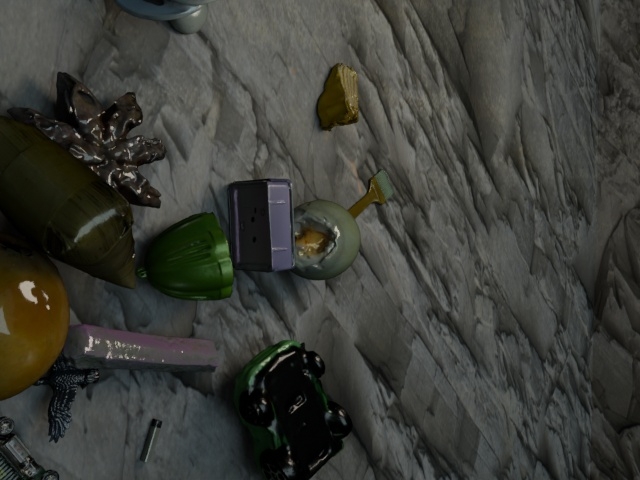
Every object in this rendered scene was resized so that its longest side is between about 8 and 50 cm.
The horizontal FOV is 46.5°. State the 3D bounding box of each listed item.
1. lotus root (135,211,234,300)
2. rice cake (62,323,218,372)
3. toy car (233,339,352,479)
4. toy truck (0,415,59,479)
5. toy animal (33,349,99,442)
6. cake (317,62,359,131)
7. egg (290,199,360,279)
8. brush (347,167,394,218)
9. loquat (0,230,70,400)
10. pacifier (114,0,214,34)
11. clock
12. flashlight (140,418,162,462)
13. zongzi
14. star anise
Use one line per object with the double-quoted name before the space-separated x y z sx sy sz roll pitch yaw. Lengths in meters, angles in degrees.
"lotus root" -0.275 0.047 1.443 0.186 0.186 0.186 -1 92 -44
"rice cake" -0.325 0.213 1.417 0.365 0.056 0.072 17 49 -49
"toy car" -0.075 0.400 1.627 0.213 0.176 0.358 -36 111 -38
"toy truck" -0.542 0.356 1.215 0.121 0.088 0.259 -45 119 -35
"toy animal" -0.456 0.246 1.325 0.108 0.062 0.220 7 73 -42
"cake" 0.059 -0.351 1.777 0.080 0.116 0.184 44 67 -33
"egg" 0.000 0.000 1.679 0.217 0.183 0.182 14 79 -78
"brush" 0.114 -0.097 1.900 0.218 0.010 0.082 -43 119 -33
"loquat" -0.516 0.115 1.133 0.263 0.263 0.262 -1 92 -44
"pacifier" -0.261 -0.484 1.447 0.279 0.228 0.207 -55 165 -27
"clock" -0.124 -0.033 1.580 0.073 0.145 0.193 -5 95 -44
"flashlight" -0.334 0.396 1.475 0.018 0.018 0.083 26 73 -40
"zongzi" -0.421 -0.044 1.213 0.274 0.300 0.145 40 72 12
"star anise" -0.407 -0.138 1.328 0.332 0.118 0.331 0 89 -39
